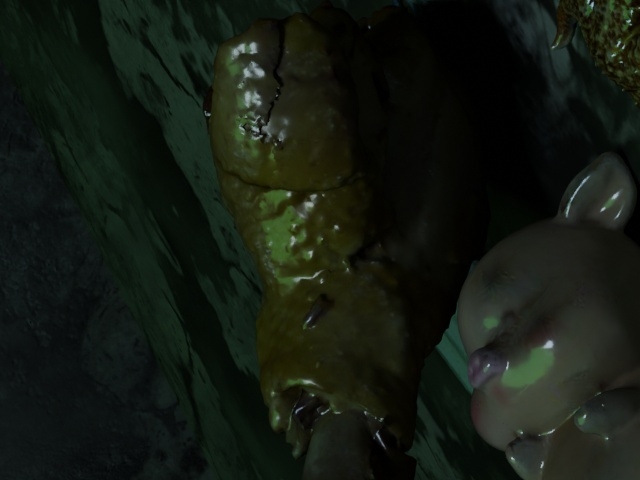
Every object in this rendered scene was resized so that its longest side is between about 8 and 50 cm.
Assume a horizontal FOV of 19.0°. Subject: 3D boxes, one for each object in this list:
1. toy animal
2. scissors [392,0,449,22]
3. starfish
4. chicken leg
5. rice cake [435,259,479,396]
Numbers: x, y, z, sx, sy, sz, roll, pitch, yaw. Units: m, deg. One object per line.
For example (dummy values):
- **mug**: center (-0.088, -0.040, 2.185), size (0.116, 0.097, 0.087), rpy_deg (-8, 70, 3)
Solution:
- **toy animal**: center (0.173, 0.094, 1.146), size (0.166, 0.154, 0.250), rpy_deg (-42, 58, 35)
- **scissors**: center (0.068, -0.167, 1.289), size (0.058, 0.014, 0.119), rpy_deg (64, 167, -20)
- **starfish**: center (0.167, -0.107, 1.015), size (0.213, 0.057, 0.238), rpy_deg (-134, 22, -63)
- **chicken leg**: center (0.000, 0.000, 1.189), size (0.295, 0.182, 0.409), rpy_deg (67, -155, -52)
- **rice cake**: center (0.092, 0.030, 1.477), size (0.237, 0.043, 0.127), rpy_deg (54, 161, 23)
